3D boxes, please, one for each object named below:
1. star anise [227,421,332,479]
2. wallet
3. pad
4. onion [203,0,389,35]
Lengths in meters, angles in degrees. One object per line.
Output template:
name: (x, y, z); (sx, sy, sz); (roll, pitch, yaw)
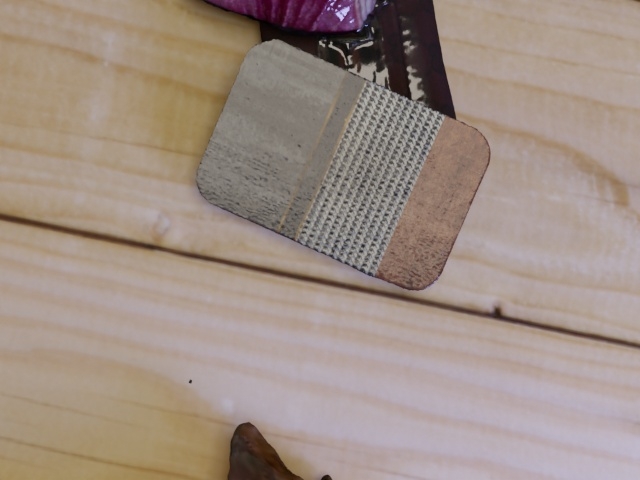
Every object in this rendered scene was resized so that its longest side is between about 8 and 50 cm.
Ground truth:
star anise: (0.006, 0.318, 1.085); (0.292, 0.109, 0.349); (-26, 86, -36)
wallet: (0.035, -0.168, 1.210); (0.182, 0.049, 0.229); (-8, 84, -10)
pad: (-0.006, 0.005, 1.147); (0.250, 0.055, 0.323); (23, 74, -8)
onion: (-0.029, -0.330, 1.161); (0.248, 0.111, 0.250); (18, 72, -2)
